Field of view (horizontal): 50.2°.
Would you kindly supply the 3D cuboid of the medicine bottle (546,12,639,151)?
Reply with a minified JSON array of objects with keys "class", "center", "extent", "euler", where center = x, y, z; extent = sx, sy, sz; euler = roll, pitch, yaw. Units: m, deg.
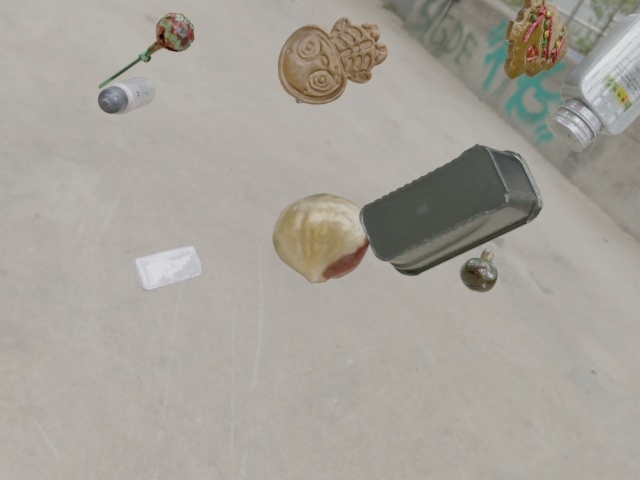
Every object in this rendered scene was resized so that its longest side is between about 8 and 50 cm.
[{"class":"medicine bottle","center":[0.675,-0.357,1.582],"extent":[0.179,0.324,0.124],"euler":[43,0,-21]}]

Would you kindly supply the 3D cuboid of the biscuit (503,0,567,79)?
[{"class":"biscuit","center":[0.531,-0.483,1.654],"extent":[0.239,0.212,0.041],"euler":[3,16,-38]}]

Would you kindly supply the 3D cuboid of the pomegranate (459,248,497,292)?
[{"class":"pomegranate","center":[0.481,0.088,2.043],"extent":[0.115,0.114,0.142],"euler":[31,63,4]}]

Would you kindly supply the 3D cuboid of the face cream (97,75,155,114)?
[{"class":"face cream","center":[-0.562,-0.412,1.960],"extent":[0.092,0.092,0.311],"euler":[27,19,-5]}]

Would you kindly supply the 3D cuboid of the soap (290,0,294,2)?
[{"class":"soap","center":[-0.034,-0.657,1.586],"extent":[0.067,0.198,0.119],"euler":[33,16,-26]}]

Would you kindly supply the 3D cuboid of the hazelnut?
[{"class":"hazelnut","center":[0.000,0.000,1.745],"extent":[0.261,0.261,0.240],"euler":[18,72,-21]}]

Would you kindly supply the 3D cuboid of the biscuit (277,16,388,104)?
[{"class":"biscuit","center":[0.031,-0.462,1.747],"extent":[0.289,0.201,0.044],"euler":[-18,7,-1]}]

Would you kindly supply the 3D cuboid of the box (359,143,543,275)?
[{"class":"box","center":[0.191,-0.048,1.074],"extent":[0.178,0.274,0.138],"euler":[3,62,-62]}]

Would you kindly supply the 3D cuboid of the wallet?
[{"class":"wallet","center":[-0.398,0.073,1.800],"extent":[0.190,0.033,0.095],"euler":[-13,84,-42]}]

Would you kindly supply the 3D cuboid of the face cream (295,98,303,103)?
[{"class":"face cream","center":[-0.037,-0.441,2.113],"extent":[0.083,0.021,0.040],"euler":[-6,53,-14]}]

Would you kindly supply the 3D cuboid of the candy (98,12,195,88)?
[{"class":"candy","center":[-0.403,-0.418,1.561],"extent":[0.078,0.288,0.084],"euler":[21,46,-58]}]
